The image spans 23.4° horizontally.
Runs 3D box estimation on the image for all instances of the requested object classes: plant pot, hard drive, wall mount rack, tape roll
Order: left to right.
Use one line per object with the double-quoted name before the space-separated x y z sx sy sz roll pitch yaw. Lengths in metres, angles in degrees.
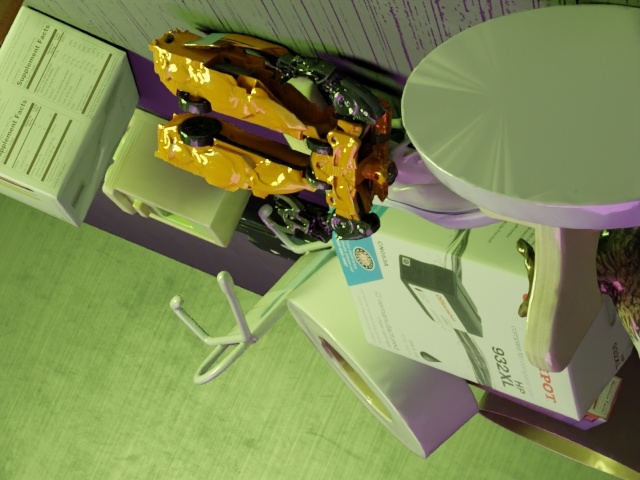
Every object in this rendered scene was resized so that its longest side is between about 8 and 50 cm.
"wall mount rack" -0.074 0.037 2.154 0.130 0.350 0.304 47 159 -10
"hard drive" 0.000 0.000 2.454 0.339 0.064 0.237 20 171 30
"tape roll" 0.081 0.153 2.064 0.286 0.100 0.286 48 172 9
"plant pot" 0.398 0.221 2.291 0.284 0.191 0.284 24 172 3

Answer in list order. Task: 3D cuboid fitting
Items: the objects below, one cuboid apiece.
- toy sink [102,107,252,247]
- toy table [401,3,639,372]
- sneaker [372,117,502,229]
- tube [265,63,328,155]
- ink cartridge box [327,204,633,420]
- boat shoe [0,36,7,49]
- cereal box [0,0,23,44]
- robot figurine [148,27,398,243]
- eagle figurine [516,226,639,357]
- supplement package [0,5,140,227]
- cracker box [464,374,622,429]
"toy sink" -0.230 -0.096 2.262 0.234 0.131 0.153 23 171 9
"toy table" 0.199 -0.047 1.095 0.274 0.252 0.161 31 163 44
"sneaker" 0.105 -0.077 1.605 0.258 0.094 0.091 7 145 37
"tube" -0.018 -0.132 1.714 0.070 0.062 0.240 -20 151 7
"ink cartridge box" 0.182 0.049 1.767 0.307 0.129 0.223 18 142 36
"boat shoe" -0.499 -0.296 1.908 0.096 0.098 0.277 16 178 41
"cereal box" -0.325 -0.284 1.221 0.240 0.173 0.047 28 171 -29
"robot figurine" -0.043 -0.116 1.589 0.291 0.085 0.211 20 130 25
"eagle figurine" 0.344 0.038 1.492 0.298 0.225 0.226 -5 -145 0
"supplement package" -0.346 -0.151 1.992 0.145 0.204 0.262 24 172 1
"cracker box" 0.273 0.178 2.071 0.232 0.067 0.156 22 169 3
